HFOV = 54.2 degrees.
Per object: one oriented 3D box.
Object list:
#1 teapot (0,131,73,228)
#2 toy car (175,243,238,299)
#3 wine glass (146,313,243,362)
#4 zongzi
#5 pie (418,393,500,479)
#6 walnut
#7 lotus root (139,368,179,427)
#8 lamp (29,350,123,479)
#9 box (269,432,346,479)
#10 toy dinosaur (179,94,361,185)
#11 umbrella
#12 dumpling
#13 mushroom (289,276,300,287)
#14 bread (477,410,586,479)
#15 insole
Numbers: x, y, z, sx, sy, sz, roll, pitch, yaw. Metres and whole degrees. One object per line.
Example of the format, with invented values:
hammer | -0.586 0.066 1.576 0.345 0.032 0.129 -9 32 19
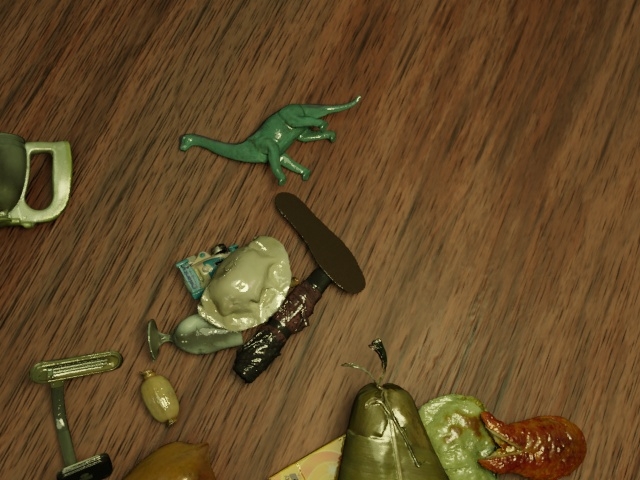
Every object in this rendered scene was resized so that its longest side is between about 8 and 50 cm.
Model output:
teapot | -0.803 -0.138 1.541 0.239 0.321 0.240 -7 91 39
toy car | -0.257 0.072 1.505 0.161 0.098 0.126 -29 79 -5
wine glass | -0.289 0.222 1.466 0.222 0.103 0.103 -7 75 -1
zongzi | 0.222 0.446 1.306 0.417 0.181 0.448 9 85 1
pie | 0.314 0.468 1.399 0.200 0.090 0.248 -8 79 -5
walnut | -0.330 0.552 1.324 0.203 0.203 0.298 40 91 10
lotus root | -0.373 0.361 1.449 0.073 0.062 0.150 -29 78 -7
lamp | -0.527 0.404 1.432 0.203 0.124 0.283 -14 72 -24
box | 0.037 0.534 1.407 0.269 0.043 0.152 -27 78 -6
toy dinosaur | -0.138 -0.308 1.614 0.330 0.129 0.383 34 77 18
umbrella | -0.085 0.192 1.469 0.090 0.094 0.326 43 69 -5
dumpling | -0.161 0.103 1.424 0.172 0.142 0.247 39 79 2
mushroom | -0.116 0.090 1.515 0.129 0.073 0.088 -6 34 -6
bread | 0.471 0.452 1.371 0.268 0.095 0.140 10 69 -21
insole | 0.000 0.000 1.540 0.111 0.007 0.328 -26 69 -42
